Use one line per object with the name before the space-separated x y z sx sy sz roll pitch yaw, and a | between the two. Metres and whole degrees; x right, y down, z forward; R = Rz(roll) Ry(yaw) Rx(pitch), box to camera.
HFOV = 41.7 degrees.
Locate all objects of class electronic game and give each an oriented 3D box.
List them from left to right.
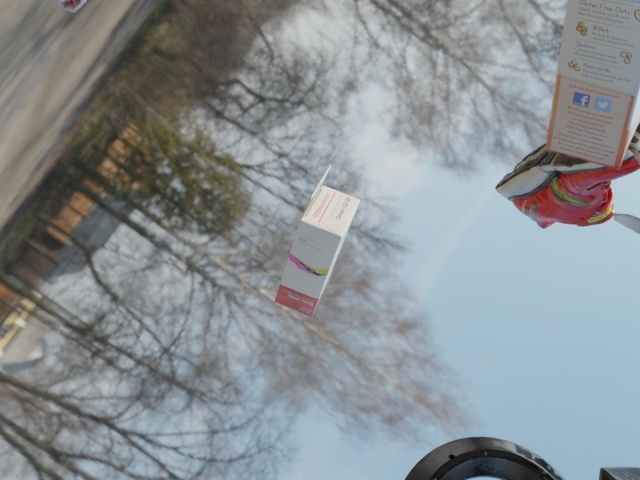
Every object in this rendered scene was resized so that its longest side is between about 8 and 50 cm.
electronic game | 0.187 0.322 0.899 0.048 0.229 0.229 106 10 -56

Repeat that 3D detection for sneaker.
sneaker | 0.328 -0.076 1.028 0.107 0.118 0.279 -44 -176 -14

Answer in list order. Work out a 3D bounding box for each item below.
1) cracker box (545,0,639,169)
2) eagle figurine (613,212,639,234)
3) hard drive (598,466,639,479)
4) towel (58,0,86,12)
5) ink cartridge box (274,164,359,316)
cracker box | 0.235 -0.192 0.631 0.156 0.067 0.232 -56 153 -32
eagle figurine | 0.580 0.034 1.247 0.225 0.226 0.299 103 -7 -64
hard drive | 0.406 0.292 0.827 0.172 0.254 0.054 42 -65 57
towel | -0.077 -0.220 0.501 0.197 0.029 0.144 -56 -150 -14
ink cartridge box | 0.000 0.000 1.249 0.115 0.067 0.198 -64 174 -54
